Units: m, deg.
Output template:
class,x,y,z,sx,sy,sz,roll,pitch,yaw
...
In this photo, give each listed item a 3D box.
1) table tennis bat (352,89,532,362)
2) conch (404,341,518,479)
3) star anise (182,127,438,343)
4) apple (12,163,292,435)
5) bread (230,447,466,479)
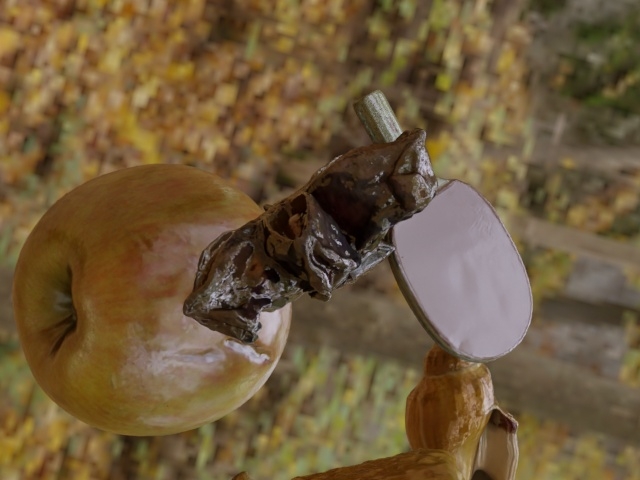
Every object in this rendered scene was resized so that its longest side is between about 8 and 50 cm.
class,x,y,z,sx,sy,sz,roll,pitch,yaw
table tennis bat,0.097,-0.013,1.631,0.138,0.246,0.022,-29,-178,-42
conch,0.137,0.226,1.980,0.093,0.109,0.330,21,-64,52
star anise,0.006,-0.004,1.515,0.220,0.099,0.214,-32,-167,11
apple,-0.168,0.058,1.832,0.264,0.264,0.264,-165,-90,-88
bread,0.062,0.307,1.217,0.337,0.204,0.358,-93,162,-64
